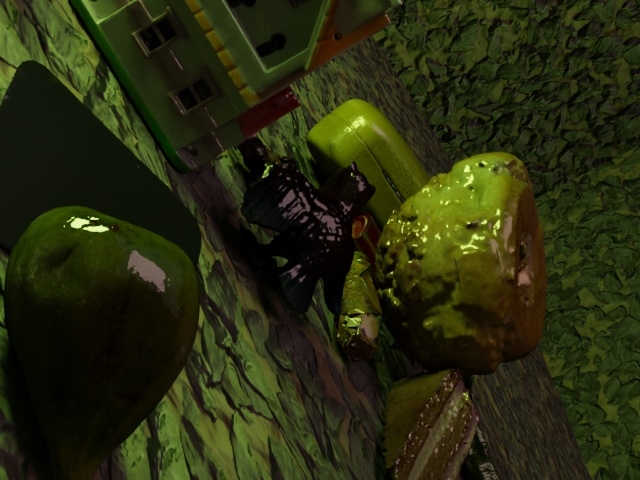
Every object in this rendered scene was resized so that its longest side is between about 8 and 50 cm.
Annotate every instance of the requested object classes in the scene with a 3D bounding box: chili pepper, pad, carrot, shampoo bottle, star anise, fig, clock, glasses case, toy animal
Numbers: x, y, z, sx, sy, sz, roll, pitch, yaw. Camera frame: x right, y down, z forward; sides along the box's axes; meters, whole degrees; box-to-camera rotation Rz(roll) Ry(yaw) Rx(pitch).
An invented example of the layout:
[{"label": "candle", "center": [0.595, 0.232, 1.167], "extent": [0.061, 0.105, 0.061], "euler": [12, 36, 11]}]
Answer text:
[{"label": "chili pepper", "center": [0.270, 0.381, 1.591], "extent": [0.085, 0.076, 0.359], "euler": [78, -6, -71]}, {"label": "pad", "center": [-0.193, -0.073, 0.879], "extent": [0.250, 0.055, 0.323], "euler": [49, 19, -41]}, {"label": "carrot", "center": [0.049, 0.086, 1.410], "extent": [0.069, 0.069, 0.229], "euler": [55, 15, -25]}, {"label": "shampoo bottle", "center": [0.118, 0.084, 1.635], "extent": [0.260, 0.064, 0.102], "euler": [58, 16, -17]}, {"label": "star anise", "center": [-0.060, -0.079, 1.344], "extent": [0.212, 0.053, 0.157], "euler": [42, 24, -58]}, {"label": "fig", "center": [-0.162, 0.073, 0.676], "extent": [0.133, 0.185, 0.126], "euler": [27, -2, -43]}, {"label": "clock", "center": [-0.072, -0.254, 1.113], "extent": [0.235, 0.309, 0.166], "euler": [59, 16, -11]}, {"label": "glasses case", "center": [0.120, -0.082, 1.721], "extent": [0.371, 0.141, 0.173], "euler": [54, -7, -29]}, {"label": "toy animal", "center": [0.005, -0.007, 1.198], "extent": [0.218, 0.179, 0.116], "euler": [51, -7, -36]}]

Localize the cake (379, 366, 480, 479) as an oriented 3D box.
[{"label": "cake", "center": [0.145, 0.267, 1.334], "extent": [0.116, 0.113, 0.295], "euler": [57, 21, -11]}]

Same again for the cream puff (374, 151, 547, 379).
[{"label": "cream puff", "center": [0.205, 0.036, 1.502], "extent": [0.327, 0.231, 0.343], "euler": [28, 62, -61]}]
